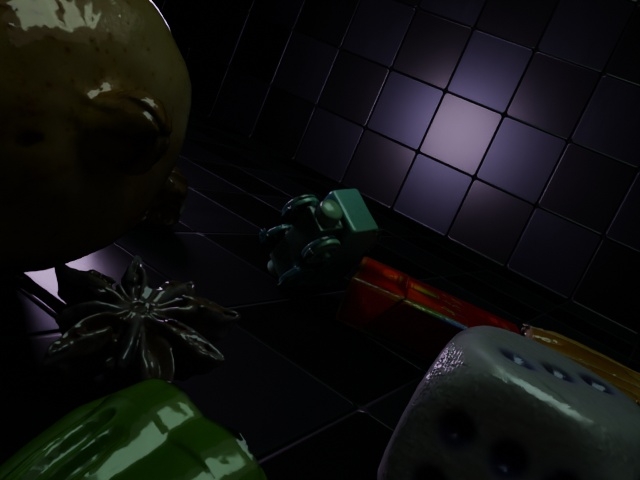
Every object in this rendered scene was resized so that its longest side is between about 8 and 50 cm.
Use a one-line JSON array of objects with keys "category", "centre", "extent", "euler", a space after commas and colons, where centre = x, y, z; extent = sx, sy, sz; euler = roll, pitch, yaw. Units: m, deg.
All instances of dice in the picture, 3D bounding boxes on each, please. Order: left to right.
[{"category": "dice", "centre": [0.180, 0.203, 0.641], "extent": [0.193, 0.194, 0.192], "euler": [31, 15, 24]}]

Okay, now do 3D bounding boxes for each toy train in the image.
[{"category": "toy train", "centre": [0.000, 0.000, 1.168], "extent": [0.163, 0.203, 0.112], "euler": [-9, 64, -38]}]

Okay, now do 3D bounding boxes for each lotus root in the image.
[{"category": "lotus root", "centre": [-0.123, 0.178, 0.314], "extent": [0.186, 0.186, 0.186], "euler": [23, 12, -5]}]

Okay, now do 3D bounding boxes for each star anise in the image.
[{"category": "star anise", "centre": [-0.198, 0.086, 0.682], "extent": [0.231, 0.089, 0.209], "euler": [30, 26, 30]}]

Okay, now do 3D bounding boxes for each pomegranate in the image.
[{"category": "pomegranate", "centre": [-0.310, -0.137, 0.725], "extent": [0.410, 0.410, 0.410], "euler": [23, 12, -5]}]

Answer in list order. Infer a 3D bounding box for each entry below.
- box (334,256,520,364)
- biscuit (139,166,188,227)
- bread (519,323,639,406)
[{"category": "box", "centre": [0.193, 0.141, 1.185], "extent": [0.313, 0.089, 0.197], "euler": [24, 13, 5]}, {"category": "biscuit", "centre": [-0.412, -0.133, 1.167], "extent": [0.366, 0.115, 0.268], "euler": [18, 14, -31]}, {"category": "bread", "centre": [0.439, 0.250, 1.120], "extent": [0.246, 0.111, 0.239], "euler": [25, 11, 8]}]
